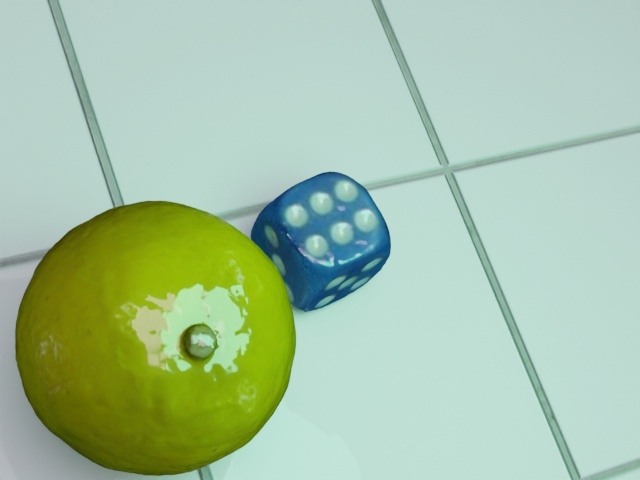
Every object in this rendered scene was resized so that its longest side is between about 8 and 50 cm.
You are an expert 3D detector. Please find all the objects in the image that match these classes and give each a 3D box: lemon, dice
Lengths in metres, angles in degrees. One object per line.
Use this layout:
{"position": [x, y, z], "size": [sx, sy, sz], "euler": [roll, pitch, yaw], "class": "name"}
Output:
{"position": [-0.188, 0.114, 1.394], "size": [0.348, 0.348, 0.348], "euler": [7, 64, -15], "class": "lemon"}
{"position": [0.000, 0.000, 1.615], "size": [0.143, 0.146, 0.146], "euler": [-28, 73, -24], "class": "dice"}
